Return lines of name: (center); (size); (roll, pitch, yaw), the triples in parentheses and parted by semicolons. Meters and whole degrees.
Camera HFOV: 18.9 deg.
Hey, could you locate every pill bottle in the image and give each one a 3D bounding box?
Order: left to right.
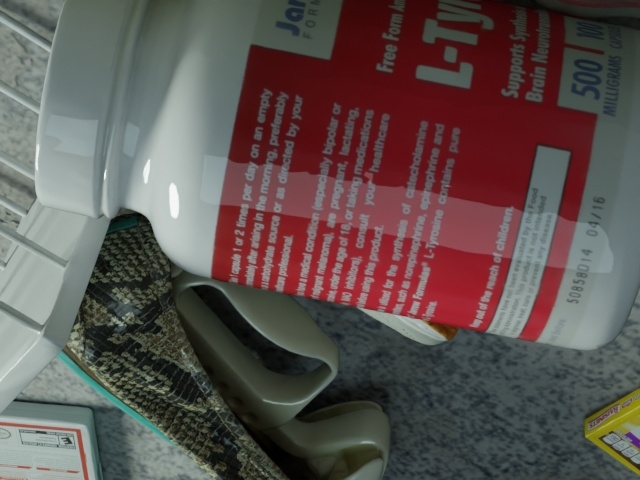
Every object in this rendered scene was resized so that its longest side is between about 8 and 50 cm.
pill bottle: (0.022, -0.069, 1.324); (0.408, 0.229, 0.229); (11, 136, 0)

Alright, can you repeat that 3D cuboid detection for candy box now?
candy box: (0.343, 0.195, 1.705); (0.206, 0.027, 0.105); (35, 127, -23)

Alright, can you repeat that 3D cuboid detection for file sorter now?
file sorter: (-0.272, -0.012, 1.435); (0.173, 0.277, 0.193); (31, 132, -17)

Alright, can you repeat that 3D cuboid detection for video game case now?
video game case: (-0.311, 0.255, 1.890); (0.204, 0.025, 0.285); (5, 135, 6)

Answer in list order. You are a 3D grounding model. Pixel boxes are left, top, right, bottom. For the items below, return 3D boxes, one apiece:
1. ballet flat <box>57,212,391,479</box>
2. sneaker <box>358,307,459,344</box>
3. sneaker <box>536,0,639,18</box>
ballet flat: (-0.049, 0.154, 1.661); (0.182, 0.164, 0.483); (-29, 123, 14)
sneaker: (0.000, 0.000, 1.538); (0.262, 0.099, 0.121); (40, 136, -17)
sneaker: (0.214, -0.191, 1.327); (0.134, 0.051, 0.070); (8, 129, 4)
